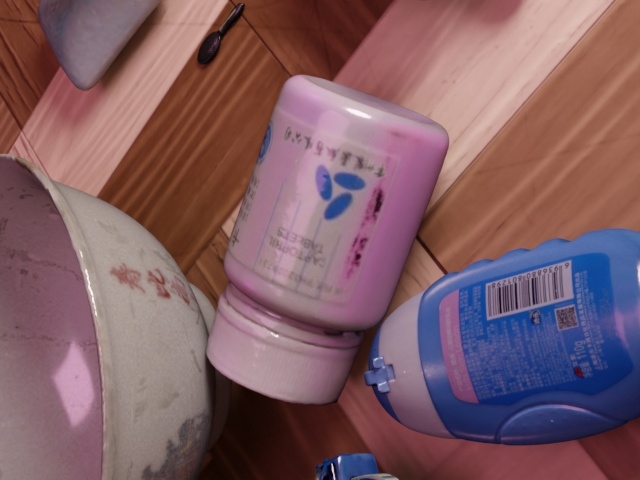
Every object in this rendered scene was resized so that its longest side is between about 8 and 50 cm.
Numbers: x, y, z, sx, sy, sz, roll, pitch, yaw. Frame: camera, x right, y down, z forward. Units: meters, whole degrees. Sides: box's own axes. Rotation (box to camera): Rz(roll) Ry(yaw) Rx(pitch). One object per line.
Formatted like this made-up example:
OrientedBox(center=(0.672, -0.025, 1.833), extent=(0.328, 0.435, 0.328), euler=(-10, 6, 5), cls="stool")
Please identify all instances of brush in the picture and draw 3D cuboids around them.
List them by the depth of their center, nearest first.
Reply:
OrientedBox(center=(-0.103, -0.213, 1.042), extent=(0.083, 0.008, 0.024), euler=(-45, 59, 29), cls="brush")

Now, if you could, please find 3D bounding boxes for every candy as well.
OrientedBox(center=(-0.245, -0.268, 1.118), extent=(0.174, 0.071, 0.138), euler=(-45, 62, 29), cls="candy")

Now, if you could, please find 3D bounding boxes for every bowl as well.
OrientedBox(center=(-0.213, 0.134, 0.975), extent=(0.435, 0.196, 0.434), euler=(3, 94, 52), cls="bowl")

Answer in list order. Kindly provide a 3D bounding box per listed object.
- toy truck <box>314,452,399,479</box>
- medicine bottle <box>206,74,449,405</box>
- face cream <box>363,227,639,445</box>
OrientedBox(center=(0.010, 0.252, 0.845), extent=(0.208, 0.113, 0.126), euler=(-37, 57, 46), cls="toy truck")
OrientedBox(center=(0.000, 0.000, 0.859), extent=(0.152, 0.152, 0.254), euler=(30, 105, 36), cls="medicine bottle")
OrientedBox(center=(0.147, 0.084, 0.780), extent=(0.264, 0.083, 0.149), euler=(-19, 73, 37), cls="face cream")
